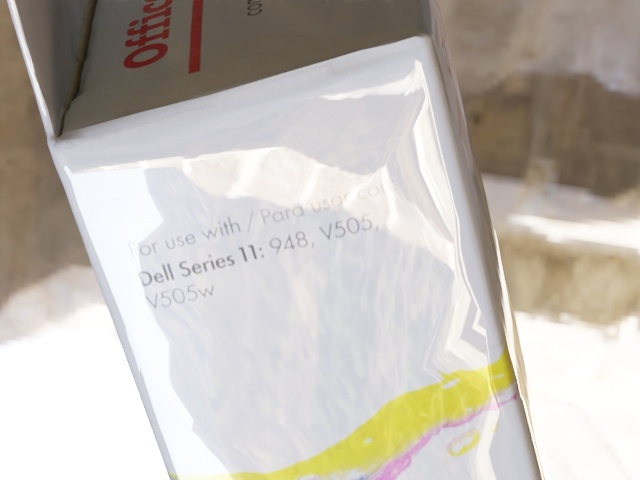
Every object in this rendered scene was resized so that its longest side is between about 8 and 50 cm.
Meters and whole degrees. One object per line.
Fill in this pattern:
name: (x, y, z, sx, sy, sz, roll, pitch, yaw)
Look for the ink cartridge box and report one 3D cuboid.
ink cartridge box: (0.000, 0.000, 0.680, 0.207, 0.119, 0.353, -94, -11, -63)
